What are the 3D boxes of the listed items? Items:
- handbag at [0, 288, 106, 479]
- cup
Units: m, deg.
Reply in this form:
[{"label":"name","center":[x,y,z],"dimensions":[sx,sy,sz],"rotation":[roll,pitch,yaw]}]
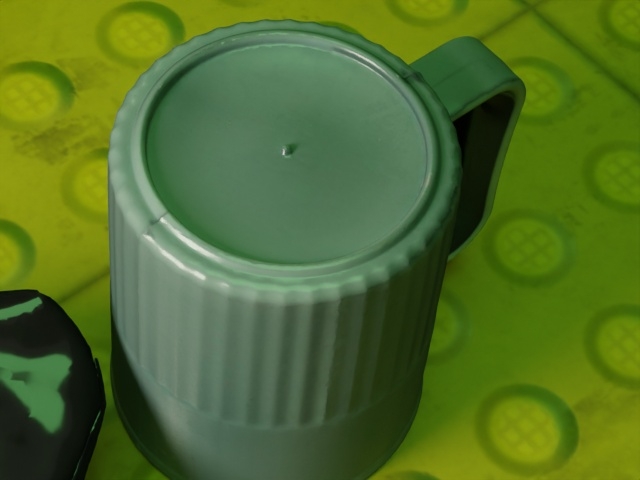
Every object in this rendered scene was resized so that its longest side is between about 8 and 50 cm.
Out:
[{"label":"handbag","center":[-0.326,0.190,1.080],"dimensions":[0.342,0.152,0.288],"rotation":[-4,61,11]},{"label":"cup","center":[0.001,0.017,1.127],"dimensions":[0.331,0.311,0.256],"rotation":[-6,57,-8]}]
